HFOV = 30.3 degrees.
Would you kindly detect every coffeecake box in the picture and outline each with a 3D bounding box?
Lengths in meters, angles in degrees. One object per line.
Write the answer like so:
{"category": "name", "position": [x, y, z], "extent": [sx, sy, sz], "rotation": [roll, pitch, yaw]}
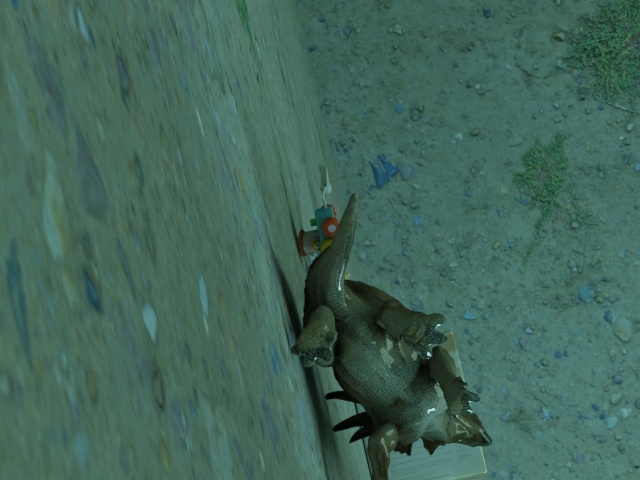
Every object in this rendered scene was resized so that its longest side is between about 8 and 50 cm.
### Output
{"category": "coffeecake box", "position": [0.122, 0.224, 1.513], "extent": [0.068, 0.142, 0.185], "rotation": [68, 9, -73]}

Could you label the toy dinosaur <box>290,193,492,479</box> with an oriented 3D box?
{"category": "toy dinosaur", "position": [0.044, 0.098, 1.001], "extent": [0.296, 0.127, 0.200], "rotation": [63, 0, -17]}

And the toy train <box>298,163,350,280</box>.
{"category": "toy train", "position": [0.000, 0.000, 1.252], "extent": [0.166, 0.046, 0.125], "rotation": [77, 0, -58]}
